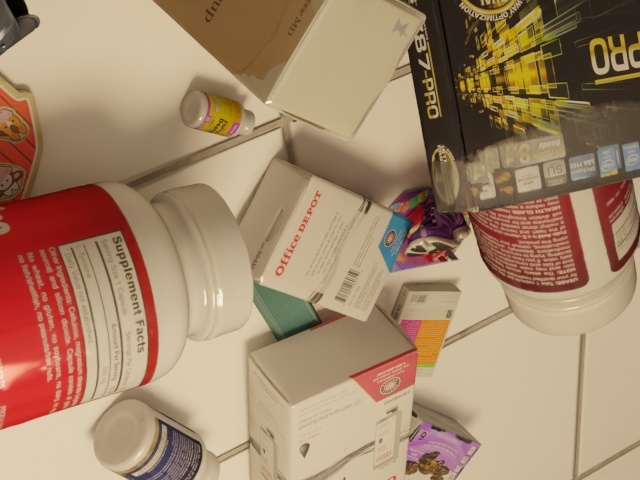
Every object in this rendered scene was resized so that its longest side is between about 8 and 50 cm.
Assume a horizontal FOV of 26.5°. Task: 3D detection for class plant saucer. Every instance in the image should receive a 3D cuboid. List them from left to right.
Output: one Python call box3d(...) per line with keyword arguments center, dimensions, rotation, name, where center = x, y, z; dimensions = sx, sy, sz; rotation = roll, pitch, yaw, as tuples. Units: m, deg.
box3d(center=(-0.046, 0.086, 1.796), dimensions=(0.067, 0.018, 0.192), rotation=(-38, 135, -9), name="plant saucer")

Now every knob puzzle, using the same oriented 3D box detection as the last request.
box3d(center=(-0.367, -0.083, 1.414), dimensions=(0.213, 0.030, 0.213), rotation=(-20, 131, -26), name="knob puzzle")

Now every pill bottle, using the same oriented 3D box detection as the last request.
box3d(center=(-0.288, 0.066, 1.437), dimensions=(0.407, 0.229, 0.229), rotation=(-16, 129, -28), name="pill bottle")
box3d(center=(-0.206, 0.277, 1.755), dimensions=(0.094, 0.094, 0.169), rotation=(-48, 136, 2), name="pill bottle")
box3d(center=(-0.115, -0.143, 1.555), dimensions=(0.083, 0.043, 0.043), rotation=(11, 113, -42), name="pill bottle")
box3d(center=(0.303, -0.064, 1.806), dimensions=(0.224, 0.224, 0.392), rotation=(-35, 136, -12), name="pill bottle")

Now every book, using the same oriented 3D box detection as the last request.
box3d(center=(0.139, 0.130, 1.962), dimensions=(0.096, 0.035, 0.144), rotation=(2, 119, -35), name="book")

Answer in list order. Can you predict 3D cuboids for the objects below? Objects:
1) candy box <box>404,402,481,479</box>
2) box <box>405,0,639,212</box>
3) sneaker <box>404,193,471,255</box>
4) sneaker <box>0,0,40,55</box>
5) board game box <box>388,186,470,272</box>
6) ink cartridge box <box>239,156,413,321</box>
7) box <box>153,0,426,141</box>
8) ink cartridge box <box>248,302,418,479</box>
box3d(center=(0.128, 0.354, 2.088), dimensions=(0.165, 0.070, 0.196), rotation=(27, 102, -46), name="candy box")
box3d(center=(0.291, -0.219, 1.544), dimensions=(0.394, 0.097, 0.318), rotation=(-11, 96, -22), name="box")
box3d(center=(0.146, -0.022, 1.771), dimensions=(0.170, 0.068, 0.071), rotation=(-35, 111, -69), name="sneaker")
box3d(center=(-0.351, -0.178, 1.283), dimensions=(0.148, 0.131, 0.350), rotation=(7, 116, -36), name="sneaker")
box3d(center=(0.151, -0.010, 1.867), dimensions=(0.168, 0.033, 0.133), rotation=(-10, 126, -33), name="board game box")
box3d(center=(0.000, 0.000, 1.705), dimensions=(0.203, 0.086, 0.148), rotation=(23, 95, -44), name="ink cartridge box")
box3d(center=(-0.053, -0.242, 1.335), dimensions=(0.121, 0.311, 0.148), rotation=(19, 108, -44), name="box")
box3d(center=(0.016, 0.251, 1.877), dimensions=(0.207, 0.117, 0.283), rotation=(-22, 136, -24), name="ink cartridge box")
